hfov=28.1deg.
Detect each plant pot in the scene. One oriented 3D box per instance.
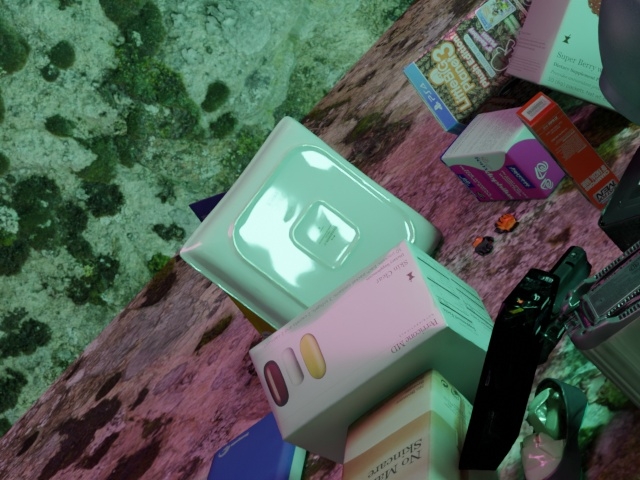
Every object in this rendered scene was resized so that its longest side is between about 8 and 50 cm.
[{"bbox_3d":[0.492,-0.256,1.707,0.293,0.293,0.196,-68,1,-54],"label":"plant pot"}]

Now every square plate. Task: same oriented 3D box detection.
[{"bbox_3d":[0.000,0.000,2.091,0.347,0.344,0.049,-55,5,-32],"label":"square plate"}]

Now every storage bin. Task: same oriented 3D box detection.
[{"bbox_3d":[0.446,-0.061,1.617,0.122,0.084,0.180,-21,27,54],"label":"storage bin"}]

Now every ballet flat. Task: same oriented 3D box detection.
[{"bbox_3d":[0.251,0.225,1.412,0.074,0.074,0.203,-34,20,34],"label":"ballet flat"}]

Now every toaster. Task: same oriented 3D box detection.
[{"bbox_3d":[0.361,0.086,1.344,0.227,0.146,0.129,-41,16,12],"label":"toaster"}]

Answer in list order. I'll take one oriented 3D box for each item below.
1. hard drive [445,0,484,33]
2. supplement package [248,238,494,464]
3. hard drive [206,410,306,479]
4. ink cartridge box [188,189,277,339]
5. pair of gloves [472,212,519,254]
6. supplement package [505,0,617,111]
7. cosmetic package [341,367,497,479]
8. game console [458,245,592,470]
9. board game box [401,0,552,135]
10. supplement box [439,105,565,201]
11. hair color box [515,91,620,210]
[{"bbox_3d":[0.398,-0.447,2.485,0.237,0.064,0.339,-37,-8,22],"label":"hard drive"},{"bbox_3d":[0.081,0.157,1.656,0.262,0.204,0.145,-37,53,16],"label":"supplement package"},{"bbox_3d":[-0.111,0.386,1.954,0.210,0.040,0.318,-38,17,23],"label":"hard drive"},{"bbox_3d":[-0.101,0.051,2.273,0.072,0.307,0.303,-48,15,-24],"label":"ink cartridge box"},{"bbox_3d":[0.277,-0.010,2.037,0.083,0.010,0.074,-45,16,2],"label":"pair of gloves"},{"bbox_3d":[0.443,-0.365,2.010,0.175,0.177,0.293,-126,54,-74],"label":"supplement package"},{"bbox_3d":[0.111,0.300,1.461,0.153,0.129,0.296,-38,18,20],"label":"cosmetic package"},{"bbox_3d":[0.253,0.116,1.508,0.361,0.044,0.213,-35,-40,-59],"label":"game console"},{"bbox_3d":[0.329,-0.323,2.266,0.291,0.141,0.232,-39,-17,19],"label":"board game box"},{"bbox_3d":[0.311,-0.141,2.096,0.114,0.111,0.220,-50,16,-16],"label":"supplement box"},{"bbox_3d":[0.359,-0.129,1.843,0.053,0.167,0.093,-42,16,7],"label":"hair color box"}]
